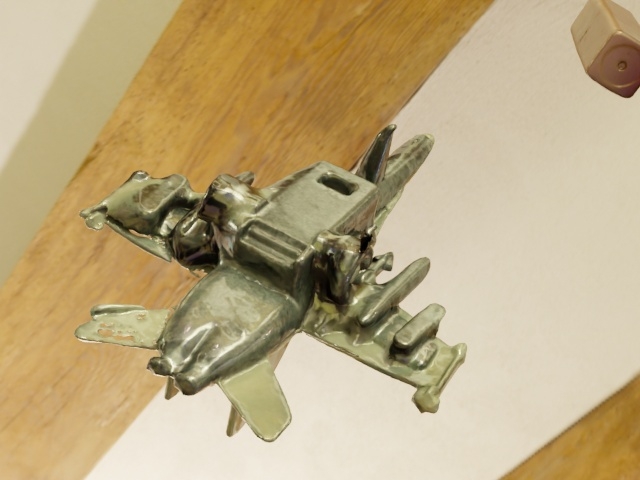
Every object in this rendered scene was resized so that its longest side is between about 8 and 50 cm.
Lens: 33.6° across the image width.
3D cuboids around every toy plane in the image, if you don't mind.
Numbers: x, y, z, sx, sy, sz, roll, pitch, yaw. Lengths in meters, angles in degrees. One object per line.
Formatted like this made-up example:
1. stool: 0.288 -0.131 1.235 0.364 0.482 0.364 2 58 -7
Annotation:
1. toy plane: 0.002 -0.008 0.521 0.192 0.262 0.088 27 -42 16

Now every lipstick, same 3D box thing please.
1. lipstick: 0.236 -0.161 0.864 0.045 0.145 0.045 28 -65 -5
